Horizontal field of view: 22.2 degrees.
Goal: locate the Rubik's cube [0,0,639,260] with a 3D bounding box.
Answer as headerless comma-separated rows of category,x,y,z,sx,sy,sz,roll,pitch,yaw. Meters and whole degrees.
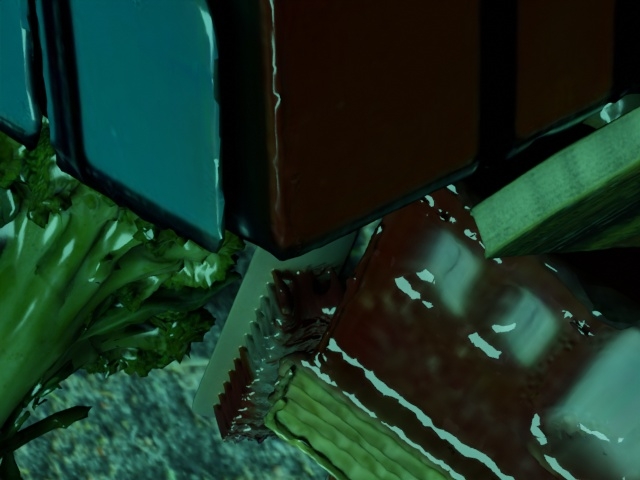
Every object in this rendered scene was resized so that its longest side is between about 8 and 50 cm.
Rubik's cube,-0.011,-0.201,0.566,0.288,0.293,0.283,29,130,38

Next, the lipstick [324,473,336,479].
lipstick,0.043,0.111,0.948,0.038,0.038,0.130,36,131,7

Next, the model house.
model house,0.097,0.067,0.804,0.196,0.160,0.254,37,132,5

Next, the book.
book,0.189,-0.040,0.647,0.160,0.228,0.024,-35,68,42

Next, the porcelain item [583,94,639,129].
porcelain item,0.147,-0.154,0.690,0.081,0.069,0.215,43,137,37

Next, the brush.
brush,0.000,0.000,0.880,0.050,0.060,0.321,65,145,39

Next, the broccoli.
broccoli,-0.185,0.018,0.876,0.304,0.283,0.321,4,153,14
